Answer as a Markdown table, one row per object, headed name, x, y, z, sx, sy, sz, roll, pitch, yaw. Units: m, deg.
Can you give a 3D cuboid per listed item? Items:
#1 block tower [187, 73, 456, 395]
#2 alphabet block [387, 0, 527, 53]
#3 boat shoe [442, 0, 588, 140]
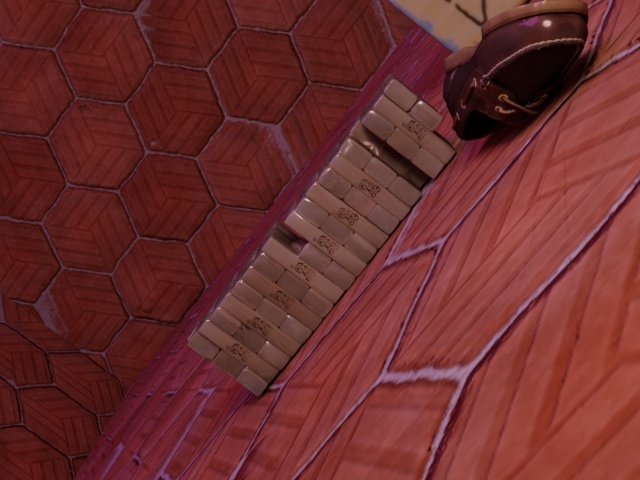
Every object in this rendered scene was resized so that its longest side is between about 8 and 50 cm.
| name | x | y | z | sx | sy | sz | roll | pitch | yaw |
| --- | --- | --- | --- | --- | --- | --- | --- | --- | --- |
| block tower | 0.000 | 0.000 | 1.011 | 0.335 | 0.091 | 0.097 | -52 | 6 | 11 |
| alphabet block | 0.186 | -0.369 | 1.257 | 0.197 | 0.192 | 0.193 | -47 | 10 | 34 |
| boat shoe | 0.146 | -0.122 | 0.779 | 0.207 | 0.073 | 0.073 | 147 | 122 | -81 |
